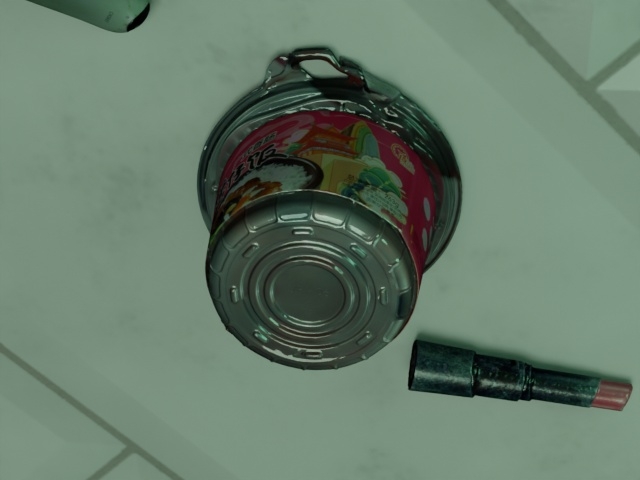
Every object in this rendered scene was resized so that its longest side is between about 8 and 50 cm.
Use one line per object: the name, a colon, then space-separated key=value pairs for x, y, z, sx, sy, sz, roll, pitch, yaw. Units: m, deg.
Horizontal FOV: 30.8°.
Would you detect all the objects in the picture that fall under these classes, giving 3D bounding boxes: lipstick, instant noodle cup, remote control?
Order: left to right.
remote control: x=-0.268 y=-0.239 z=0.992 sx=0.256 sy=0.045 sz=0.097 roll=19 pitch=155 yaw=-18
instant noodle cup: x=0.000 y=0.000 z=1.057 sx=0.258 sy=0.182 sz=0.303 roll=-13 pitch=120 yaw=14
lipstick: x=0.209 y=0.147 z=1.209 sx=0.234 sy=0.053 sz=0.054 roll=9 pitch=124 yaw=-3
